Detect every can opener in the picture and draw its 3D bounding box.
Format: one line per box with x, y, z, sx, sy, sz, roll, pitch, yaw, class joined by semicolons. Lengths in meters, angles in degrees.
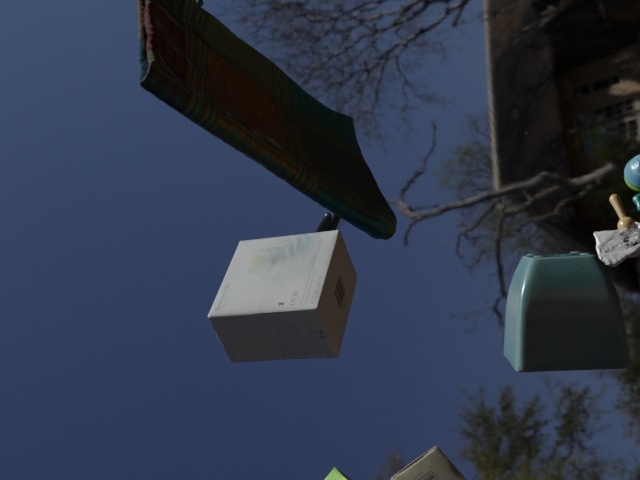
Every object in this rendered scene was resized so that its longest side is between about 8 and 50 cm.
0.000;0.000;1.715;0.059;0.186;0.073;-17;-122;-43;can opener

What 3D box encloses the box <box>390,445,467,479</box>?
0.216;0.550;1.575;0.126;0.232;0.148;-27;-123;-26;box

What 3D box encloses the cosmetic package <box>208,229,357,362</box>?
-0.068;0.108;1.518;0.224;0.224;0.138;-73;-31;-48;cosmetic package

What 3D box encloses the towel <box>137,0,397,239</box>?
-0.064;-0.164;0.956;0.370;0.040;0.271;32;-154;-34;towel

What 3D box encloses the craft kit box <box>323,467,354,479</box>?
0.138;0.484;1.208;0.061;0.246;0.250;-48;-51;-5;craft kit box

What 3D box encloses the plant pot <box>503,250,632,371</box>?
0.553;0.154;1.801;0.248;0.247;0.252;-8;-86;-83;plant pot

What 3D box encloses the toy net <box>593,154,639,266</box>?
0.527;-0.044;1.265;0.232;0.122;0.045;-60;-32;-17;toy net

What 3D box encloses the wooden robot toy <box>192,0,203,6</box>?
-0.230;-0.336;1.189;0.076;0.079;0.173;-74;-1;-75;wooden robot toy
